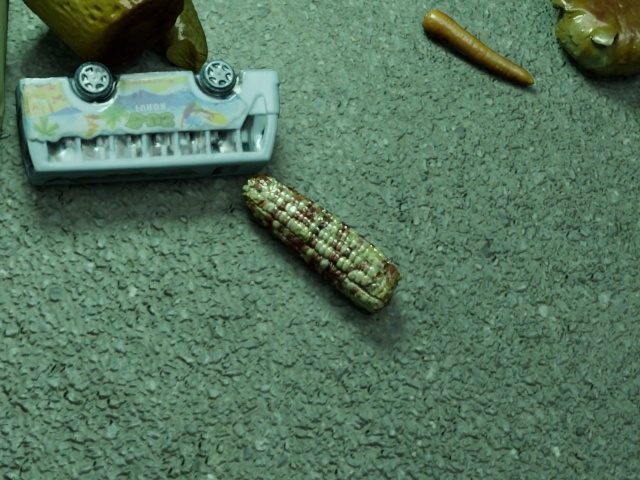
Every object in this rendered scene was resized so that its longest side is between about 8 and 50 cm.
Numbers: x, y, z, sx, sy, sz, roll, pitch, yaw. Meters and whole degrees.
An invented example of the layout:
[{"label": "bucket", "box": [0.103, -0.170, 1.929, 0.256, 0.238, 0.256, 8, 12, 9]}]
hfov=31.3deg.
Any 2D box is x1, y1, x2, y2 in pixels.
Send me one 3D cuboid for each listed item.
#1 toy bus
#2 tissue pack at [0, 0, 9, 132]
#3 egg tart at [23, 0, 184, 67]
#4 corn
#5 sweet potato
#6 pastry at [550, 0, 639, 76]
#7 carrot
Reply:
[{"label": "toy bus", "box": [-0.211, -0.147, 1.438, 0.329, 0.109, 0.136, -5, 79, -18]}, {"label": "tissue pack", "box": [-0.476, -0.347, 1.326, 0.207, 0.297, 0.380, -1, 70, -4]}, {"label": "egg tart", "box": [-0.261, -0.315, 1.412, 0.202, 0.202, 0.147, -34, 82, -26]}, {"label": "corn", "box": [0.000, 0.000, 1.457, 0.237, 0.079, 0.079, 37, 62, 6]}, {"label": "sweet potato", "box": [-0.223, -0.337, 1.528, 0.077, 0.077, 0.244, -27, 80, -25]}, {"label": "pastry", "box": [0.448, -0.347, 1.722, 0.229, 0.100, 0.218, 5, 62, -10]}, {"label": "carrot", "box": [0.230, -0.275, 1.665, 0.190, 0.037, 0.037, 33, 62, -5]}]
